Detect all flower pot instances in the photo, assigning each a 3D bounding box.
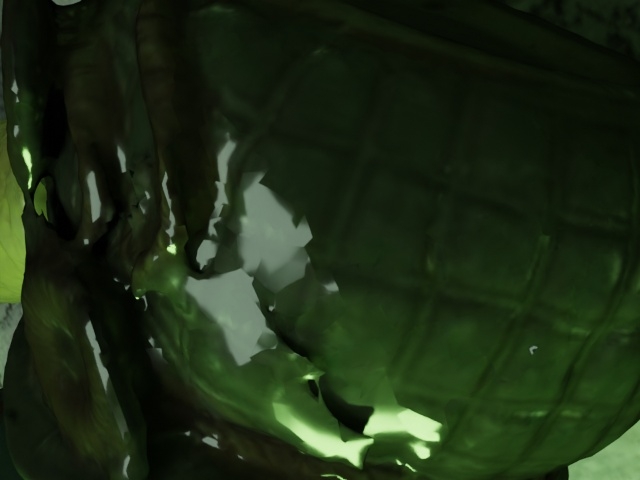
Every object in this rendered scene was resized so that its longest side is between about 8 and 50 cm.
[{"bbox_3d":[0.000,0.000,0.599,0.302,0.302,0.213,29,110,36],"label":"flower pot"}]

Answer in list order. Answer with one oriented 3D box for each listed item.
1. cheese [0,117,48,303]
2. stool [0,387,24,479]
[{"bbox_3d":[-0.189,-0.022,0.963,0.167,0.094,0.123,-9,93,50],"label":"cheese"},{"bbox_3d":[-0.234,0.308,1.039,0.310,0.310,0.226,43,145,25],"label":"stool"}]
